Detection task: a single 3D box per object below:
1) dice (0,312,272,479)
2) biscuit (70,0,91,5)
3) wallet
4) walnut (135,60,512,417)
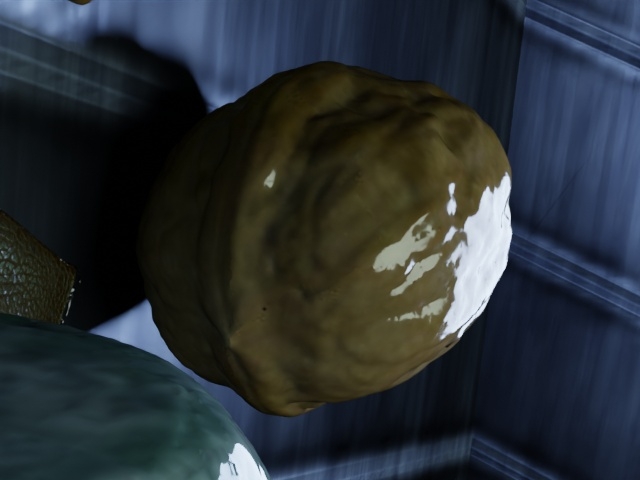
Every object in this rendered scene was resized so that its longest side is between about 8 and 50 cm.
[{"bbox_3d":[-0.220,0.236,0.719,0.330,0.328,0.348,-27,125,-66],"label":"dice"},{"bbox_3d":[-0.176,-0.298,0.914,0.334,0.081,0.289,15,77,-76],"label":"biscuit"},{"bbox_3d":[-0.241,0.038,0.999,0.243,0.039,0.133,52,45,-64],"label":"wallet"},{"bbox_3d":[0.000,-0.003,1.250,0.344,0.306,0.306,-53,147,-52],"label":"walnut"}]
